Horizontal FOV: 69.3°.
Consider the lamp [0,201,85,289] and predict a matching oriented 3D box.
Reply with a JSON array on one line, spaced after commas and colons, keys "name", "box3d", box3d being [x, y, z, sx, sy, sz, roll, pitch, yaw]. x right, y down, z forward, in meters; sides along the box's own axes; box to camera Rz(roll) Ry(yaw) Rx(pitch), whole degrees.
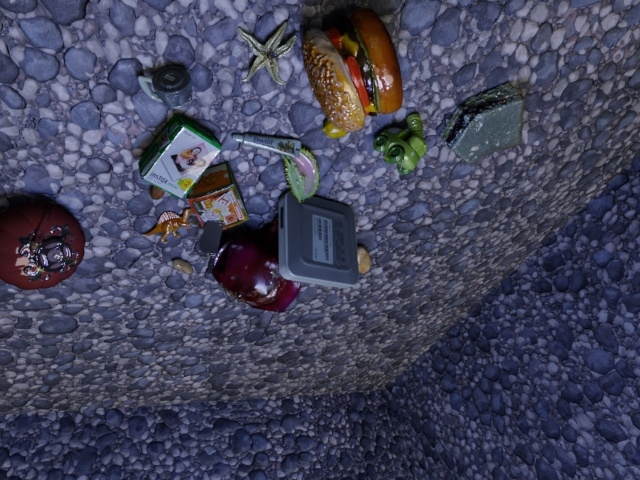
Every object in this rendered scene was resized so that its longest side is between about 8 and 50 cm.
[{"name": "lamp", "box3d": [-0.959, 0.018, 1.570, 0.303, 0.257, 0.303, -26, 125, -44]}]

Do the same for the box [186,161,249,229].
[{"name": "box", "box3d": [-0.386, -0.156, 1.723, 0.177, 0.148, 0.195, -17, 141, -3]}]

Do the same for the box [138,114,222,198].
[{"name": "box", "box3d": [-0.471, -0.277, 1.549, 0.250, 0.103, 0.180, -49, 135, 13]}]

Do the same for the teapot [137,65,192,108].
[{"name": "teapot", "box3d": [-0.456, -0.445, 1.389, 0.149, 0.111, 0.108, -18, 156, -13]}]

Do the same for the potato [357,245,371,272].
[{"name": "potato", "box3d": [0.189, 0.099, 2.317, 0.118, 0.109, 0.178, -7, 139, 17]}]

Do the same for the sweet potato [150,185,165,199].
[{"name": "sweet potato", "box3d": [-0.564, -0.226, 1.643, 0.050, 0.050, 0.214, 5, 130, -29]}]

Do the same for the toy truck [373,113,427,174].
[{"name": "toy truck", "box3d": [0.325, -0.365, 1.773, 0.210, 0.187, 0.148, -33, 145, 14]}]

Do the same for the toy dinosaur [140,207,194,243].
[{"name": "toy dinosaur", "box3d": [-0.594, -0.061, 1.814, 0.212, 0.057, 0.142, -4, 127, -22]}]

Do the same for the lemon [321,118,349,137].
[{"name": "lemon", "box3d": [0.055, -0.412, 1.682, 0.111, 0.082, 0.082, -6, 139, -19]}]

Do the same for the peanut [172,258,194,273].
[{"name": "peanut", "box3d": [-0.599, 0.114, 2.020, 0.054, 0.054, 0.113, -35, 140, 16]}]

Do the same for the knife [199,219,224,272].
[{"name": "knife", "box3d": [-0.423, 0.025, 1.761, 0.072, 0.019, 0.245, 9, 122, -16]}]

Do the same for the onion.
[{"name": "onion", "box3d": [-0.238, 0.078, 1.971, 0.420, 0.398, 0.398, -64, 144, -19]}]

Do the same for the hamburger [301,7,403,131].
[{"name": "hamburger", "box3d": [0.092, -0.504, 1.402, 0.250, 0.330, 0.330, -20, 141, 1]}]

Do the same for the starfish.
[{"name": "starfish", "box3d": [-0.167, -0.573, 1.416, 0.223, 0.050, 0.217, -44, 131, 9]}]

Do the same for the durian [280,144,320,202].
[{"name": "durian", "box3d": [-0.082, -0.268, 1.775, 0.137, 0.095, 0.220, -31, 121, -21]}]

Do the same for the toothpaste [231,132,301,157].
[{"name": "toothpaste", "box3d": [-0.190, -0.348, 1.660, 0.255, 0.067, 0.037, 7, 171, -22]}]

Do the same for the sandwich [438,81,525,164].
[{"name": "sandwich", "box3d": [0.649, -0.452, 1.868, 0.325, 0.131, 0.262, -22, 143, 2]}]

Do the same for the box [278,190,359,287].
[{"name": "box", "box3d": [0.000, 0.000, 1.915, 0.373, 0.367, 0.090, 12, 156, -34]}]
